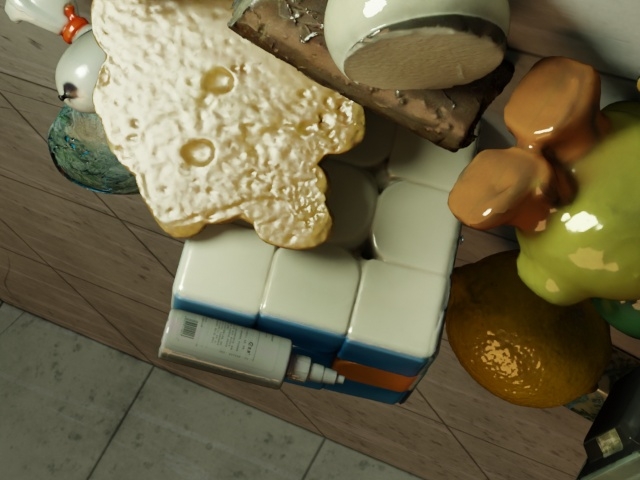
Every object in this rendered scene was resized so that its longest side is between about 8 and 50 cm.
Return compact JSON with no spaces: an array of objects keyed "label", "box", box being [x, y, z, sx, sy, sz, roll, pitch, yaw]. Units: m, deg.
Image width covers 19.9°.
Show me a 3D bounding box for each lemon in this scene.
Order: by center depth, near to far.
[{"label":"lemon","box":[0.259,0.110,2.255,0.257,0.188,0.188,37,163,-21]}]

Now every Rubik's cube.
[{"label":"Rubik's cube","box":[0.000,0.000,2.072,0.292,0.291,0.290,13,163,-2]}]

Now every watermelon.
[{"label":"watermelon","box":[-0.219,-0.132,2.340,0.175,0.188,0.322,25,165,21]}]

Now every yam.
[{"label":"yam","box":[0.047,-0.195,1.811,0.280,0.131,0.131,30,164,-4]}]

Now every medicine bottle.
[{"label":"medicine bottle","box":[-0.070,0.124,1.935,0.199,0.057,0.057,15,165,-6]}]

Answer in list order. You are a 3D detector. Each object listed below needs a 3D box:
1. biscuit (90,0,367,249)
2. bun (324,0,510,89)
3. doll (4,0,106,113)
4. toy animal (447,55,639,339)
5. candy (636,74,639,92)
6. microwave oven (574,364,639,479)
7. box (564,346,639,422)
[{"label":"biscuit","box":[-0.096,-0.153,1.908,0.376,0.269,0.051,60,-174,9]},{"label":"bun","box":[0.086,-0.216,1.673,0.173,0.119,0.173,-5,163,-2]},{"label":"doll","box":[-0.264,-0.262,2.145,0.271,0.208,0.144,56,132,22]},{"label":"toy animal","box":[0.303,-0.015,1.743,0.338,0.216,0.191,34,175,-38]},{"label":"candy","box":[0.395,-0.085,1.592,0.271,0.101,0.143,35,158,0]},{"label":"microwave oven","box":[0.498,0.248,2.206,0.286,0.218,0.355,30,164,3]},{"label":"box","box":[0.373,0.192,2.517,0.256,0.069,0.164,28,164,6]}]
